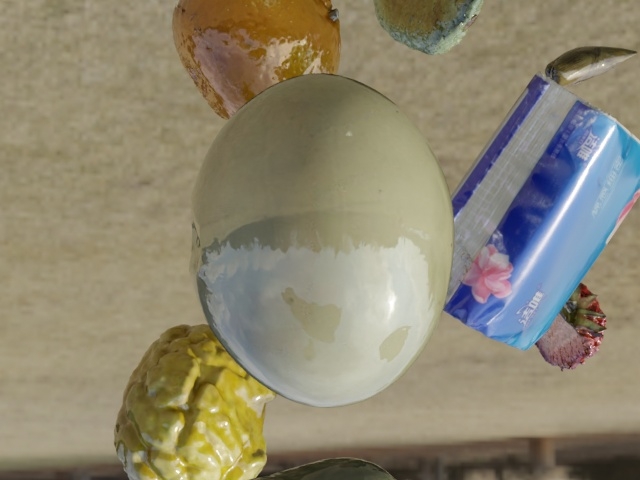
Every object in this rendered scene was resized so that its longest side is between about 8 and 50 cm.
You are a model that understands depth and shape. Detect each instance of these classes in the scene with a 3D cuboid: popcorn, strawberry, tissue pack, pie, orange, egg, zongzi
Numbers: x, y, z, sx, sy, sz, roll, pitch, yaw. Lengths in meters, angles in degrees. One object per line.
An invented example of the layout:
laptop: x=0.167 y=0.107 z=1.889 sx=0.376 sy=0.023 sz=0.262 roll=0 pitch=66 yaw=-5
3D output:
popcorn: x=-0.157 y=0.209 z=1.548 sx=0.200 sy=0.226 sz=0.203 roll=8 pitch=144 yaw=-44
strawberry: x=0.393 y=0.118 z=2.190 sx=0.087 sy=0.167 sz=0.208 roll=-37 pitch=172 yaw=-15
tissue pack: x=0.234 y=-0.022 z=1.475 sx=0.137 sy=0.269 sz=0.209 roll=38 pitch=-173 yaw=31
pie: x=0.169 y=-0.419 z=1.910 sx=0.071 sy=0.323 sz=0.323 roll=3 pitch=170 yaw=-33
orange: x=-0.075 y=-0.241 z=1.629 sx=0.193 sy=0.219 sz=0.219 roll=-17 pitch=173 yaw=-14
egg: x=0.000 y=0.000 z=1.099 sx=0.219 sy=0.269 sz=0.219 roll=4 pitch=177 yaw=0
zongzi: x=0.302 y=-0.195 z=1.520 sx=0.083 sy=0.040 sz=0.076 roll=2 pitch=-157 yaw=40

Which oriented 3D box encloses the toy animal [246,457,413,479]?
toy animal: x=-0.057 y=0.199 z=0.857 sx=0.236 sy=0.108 sz=0.138 roll=-3 pitch=175 yaw=-18
